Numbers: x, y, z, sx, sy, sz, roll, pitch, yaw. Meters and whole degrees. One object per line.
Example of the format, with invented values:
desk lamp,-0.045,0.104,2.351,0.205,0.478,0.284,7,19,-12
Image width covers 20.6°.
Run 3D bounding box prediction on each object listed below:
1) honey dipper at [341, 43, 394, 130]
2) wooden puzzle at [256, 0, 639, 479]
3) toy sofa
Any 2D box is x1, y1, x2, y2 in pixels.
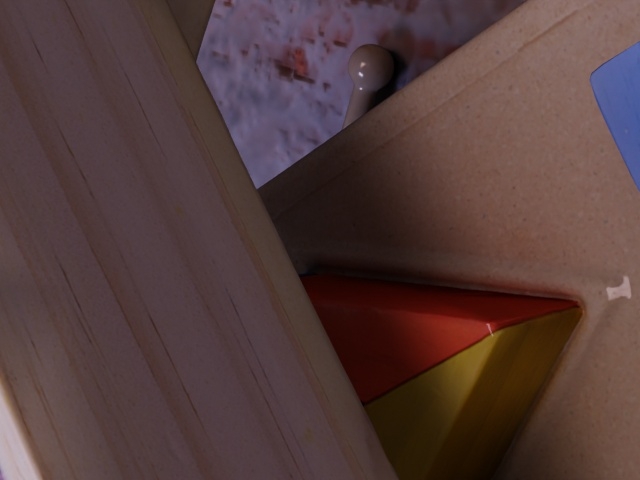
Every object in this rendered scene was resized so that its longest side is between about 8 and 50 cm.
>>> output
honey dipper,0.000,0.000,0.694,0.030,0.030,0.161,23,106,34
wooden puzzle,0.111,0.074,0.494,0.348,0.080,0.322,-32,75,34
toy sofa,-0.055,0.088,0.480,0.150,0.177,0.362,-38,72,38
